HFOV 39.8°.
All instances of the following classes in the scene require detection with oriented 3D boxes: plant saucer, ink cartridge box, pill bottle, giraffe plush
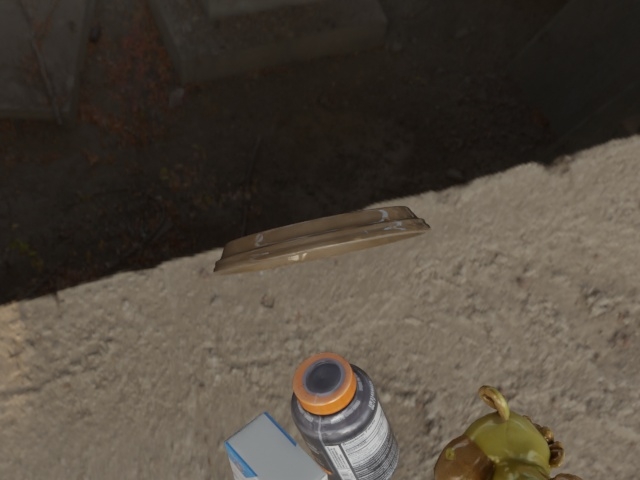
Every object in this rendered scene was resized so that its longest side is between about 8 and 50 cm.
[{"bbox_3d":[0.000,0.000,1.112,0.278,0.278,0.041,-10,87,-13],"label":"plant saucer"},{"bbox_3d":[-0.037,0.230,0.824,0.052,0.122,0.088,-35,57,-24],"label":"ink cartridge box"},{"bbox_3d":[0.033,0.267,1.317,0.130,0.245,0.130,-10,47,11],"label":"pill bottle"},{"bbox_3d":[0.178,0.230,0.817,0.210,0.181,0.170,-5,43,-27],"label":"giraffe plush"}]
